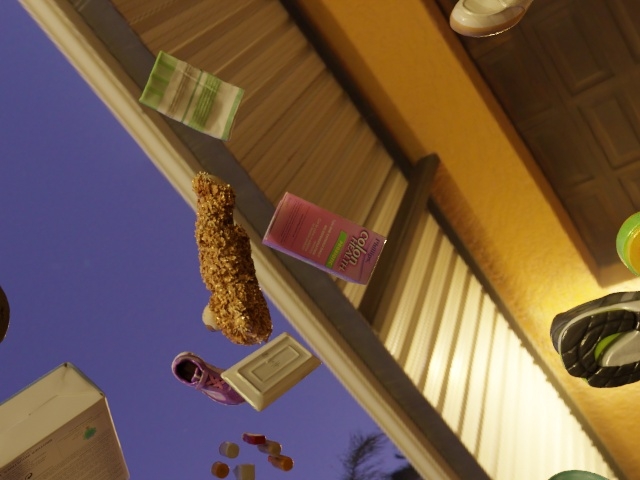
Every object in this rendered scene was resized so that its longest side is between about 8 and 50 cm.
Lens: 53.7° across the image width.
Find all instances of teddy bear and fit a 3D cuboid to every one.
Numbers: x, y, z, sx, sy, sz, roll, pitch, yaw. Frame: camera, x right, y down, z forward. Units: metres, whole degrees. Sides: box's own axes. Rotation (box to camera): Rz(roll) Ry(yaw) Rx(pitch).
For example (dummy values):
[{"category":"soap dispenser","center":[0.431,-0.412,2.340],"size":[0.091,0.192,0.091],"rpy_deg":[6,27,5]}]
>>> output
[{"category":"teddy bear","center":[-0.186,0.037,1.172],"size":[0.113,0.245,0.338],"rpy_deg":[-12,-93,-16]}]

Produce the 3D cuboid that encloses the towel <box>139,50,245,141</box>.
[{"category":"towel","center":[-0.201,-0.233,1.015],"size":[0.151,0.023,0.113],"rpy_deg":[23,-123,-20]}]

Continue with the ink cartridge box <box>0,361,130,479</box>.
[{"category":"ink cartridge box","center":[-0.589,0.500,1.389],"size":[0.270,0.151,0.396],"rpy_deg":[-34,-40,-35]}]

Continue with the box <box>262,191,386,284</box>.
[{"category":"box","center":[0.000,0.000,1.454],"size":[0.242,0.213,0.117],"rpy_deg":[24,-95,-7]}]

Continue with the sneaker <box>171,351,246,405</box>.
[{"category":"sneaker","center":[-0.296,0.369,1.676],"size":[0.236,0.104,0.095],"rpy_deg":[22,-102,6]}]

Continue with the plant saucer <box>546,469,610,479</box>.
[{"category":"plant saucer","center":[0.336,0.345,0.794],"size":[0.119,0.119,0.021],"rpy_deg":[-55,-30,-51]}]

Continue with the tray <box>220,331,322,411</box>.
[{"category":"tray","center":[-0.122,0.333,1.675],"size":[0.145,0.030,0.270],"rpy_deg":[36,-143,21]}]

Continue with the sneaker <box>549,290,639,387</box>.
[{"category":"sneaker","center":[0.418,0.094,0.761],"size":[0.121,0.299,0.111],"rpy_deg":[-98,2,-80]}]

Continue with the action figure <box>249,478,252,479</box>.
[{"category":"action figure","center":[-0.169,0.675,1.440],"size":[0.185,0.099,0.285],"rpy_deg":[-44,-62,-39]}]

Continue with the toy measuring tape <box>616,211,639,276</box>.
[{"category":"toy measuring tape","center":[0.543,-0.052,1.026],"size":[0.121,0.121,0.330],"rpy_deg":[-34,-61,-54]}]

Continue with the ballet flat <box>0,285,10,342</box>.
[{"category":"ballet flat","center":[-0.681,0.096,1.258],"size":[0.084,0.058,0.250],"rpy_deg":[1,-114,-56]}]

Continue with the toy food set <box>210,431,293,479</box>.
[{"category":"toy food set","center":[-0.199,0.589,1.733],"size":[0.232,0.104,0.111],"rpy_deg":[1,-99,-31]}]

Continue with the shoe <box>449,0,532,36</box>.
[{"category":"shoe","center":[0.233,-0.315,0.756],"size":[0.219,0.076,0.058],"rpy_deg":[-39,-36,-22]}]
